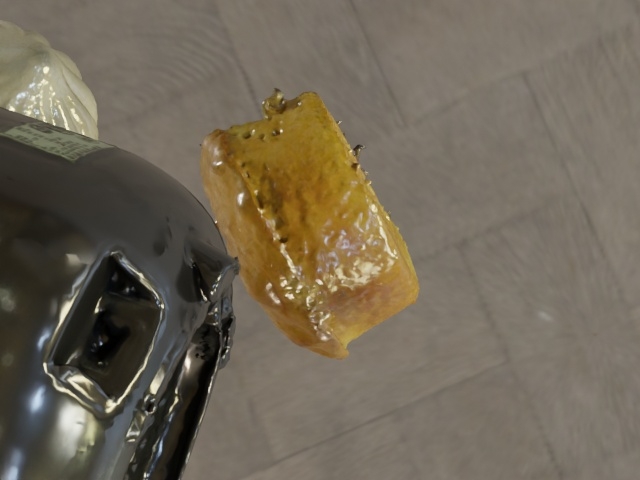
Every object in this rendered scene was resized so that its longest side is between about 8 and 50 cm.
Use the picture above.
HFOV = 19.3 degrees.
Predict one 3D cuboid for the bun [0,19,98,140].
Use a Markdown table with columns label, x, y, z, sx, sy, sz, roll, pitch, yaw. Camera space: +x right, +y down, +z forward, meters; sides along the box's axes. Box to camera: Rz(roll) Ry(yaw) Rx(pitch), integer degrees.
| label | x | y | z | sx | sy | sz | roll | pitch | yaw |
| --- | --- | --- | --- | --- | --- | --- | --- | --- | --- |
| bun | -0.196 | -0.087 | 1.188 | 0.138 | 0.138 | 0.094 | 55 | 132 | 7 |

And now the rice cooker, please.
| label | x | y | z | sx | sy | sz | roll | pitch | yaw |
| --- | --- | --- | --- | --- | --- | --- | --- | --- | --- |
| rice cooker | -0.166 | 0.054 | 0.797 | 0.224 | 0.267 | 0.267 | 21 | 90 | 9 |

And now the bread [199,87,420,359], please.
| label | x | y | z | sx | sy | sz | roll | pitch | yaw |
| --- | --- | --- | --- | --- | --- | --- | --- | --- | --- |
| bread | 0.000 | 0.000 | 1.517 | 0.143 | 0.229 | 0.139 | -32 | 40 | 1 |
